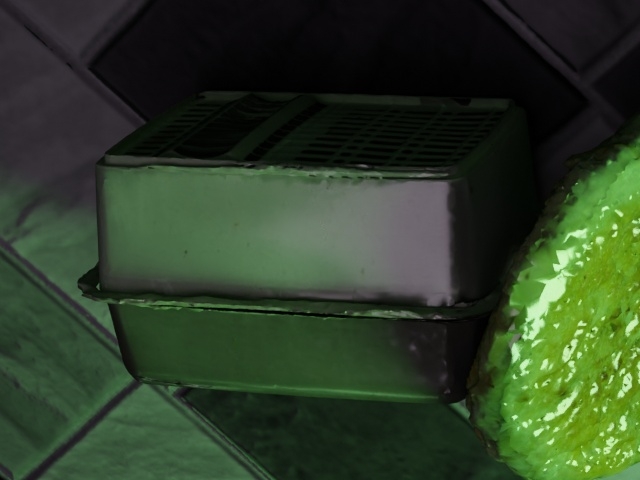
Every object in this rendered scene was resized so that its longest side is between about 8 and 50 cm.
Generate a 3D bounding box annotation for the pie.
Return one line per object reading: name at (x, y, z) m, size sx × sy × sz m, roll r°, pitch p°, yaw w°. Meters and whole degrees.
pie at (0.189, 0.036, 1.251) m, size 0.078 × 0.277 × 0.277 m, roll 34°, pitch 136°, yaw 41°

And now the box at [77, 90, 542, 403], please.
box at (0.000, 0.000, 1.318) m, size 0.290 × 0.220 × 0.166 m, roll 3°, pitch 108°, yaw 20°
